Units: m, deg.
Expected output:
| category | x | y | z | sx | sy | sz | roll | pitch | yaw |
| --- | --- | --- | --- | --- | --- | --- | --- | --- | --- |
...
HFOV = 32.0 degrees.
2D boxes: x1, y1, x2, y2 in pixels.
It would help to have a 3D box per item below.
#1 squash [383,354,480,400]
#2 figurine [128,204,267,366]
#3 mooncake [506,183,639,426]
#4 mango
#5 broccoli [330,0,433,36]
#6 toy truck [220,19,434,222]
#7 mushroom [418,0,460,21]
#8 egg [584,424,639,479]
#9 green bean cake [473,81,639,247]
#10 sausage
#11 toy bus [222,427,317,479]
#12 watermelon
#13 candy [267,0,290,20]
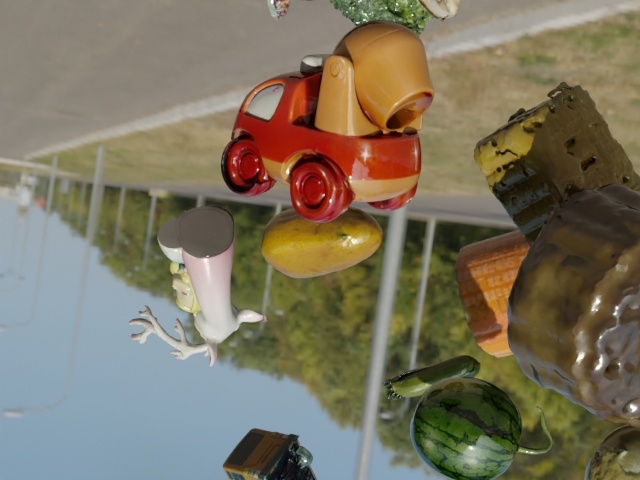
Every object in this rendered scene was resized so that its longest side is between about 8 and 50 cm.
| category | x | y | z | sx | sy | sz | roll | pitch | yaw |
| --- | --- | --- | --- | --- | --- | --- | --- | --- | --- |
| squash | 0.198 | 0.245 | 1.995 | 0.183 | 0.052 | 0.052 | -18 | 171 | 19 |
| figurine | -0.233 | 0.091 | 2.163 | 0.206 | 0.315 | 0.284 | -26 | -143 | -34 |
| mooncake | 0.426 | 0.094 | 1.534 | 0.324 | 0.324 | 0.187 | 8 | -165 | -33 |
| mango | 0.000 | 0.000 | 1.685 | 0.147 | 0.109 | 0.227 | 1 | 175 | -37 |
| broccoli | 0.111 | -0.548 | 2.078 | 0.249 | 0.302 | 0.375 | 18 | 152 | 43 |
| toy truck | 0.018 | -0.157 | 1.365 | 0.265 | 0.239 | 0.189 | 19 | -161 | 38 |
| mushroom | 0.171 | -0.459 | 1.784 | 0.210 | 0.094 | 0.072 | 52 | 172 | -27 |
| egg | 0.467 | 0.371 | 1.646 | 0.164 | 0.201 | 0.164 | 2 | 180 | 0 |
| green bean cake | 0.376 | -0.114 | 1.756 | 0.230 | 0.224 | 0.131 | -33 | -179 | -37 |
| sausage | 0.426 | 0.078 | 2.074 | 0.287 | 0.233 | 0.233 | -18 | 168 | 26 |
| toy bus | -0.055 | 0.355 | 1.548 | 0.103 | 0.182 | 0.091 | 4 | -141 | 37 |
| watermelon | 0.213 | 0.257 | 1.485 | 0.187 | 0.140 | 0.141 | 17 | -178 | 13 |
| candy | 0.012 | -0.330 | 1.398 | 0.175 | 0.045 | 0.043 | -22 | 179 | 17 |
